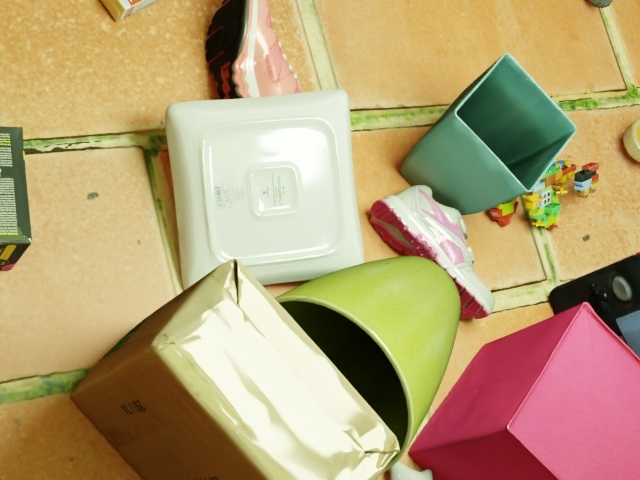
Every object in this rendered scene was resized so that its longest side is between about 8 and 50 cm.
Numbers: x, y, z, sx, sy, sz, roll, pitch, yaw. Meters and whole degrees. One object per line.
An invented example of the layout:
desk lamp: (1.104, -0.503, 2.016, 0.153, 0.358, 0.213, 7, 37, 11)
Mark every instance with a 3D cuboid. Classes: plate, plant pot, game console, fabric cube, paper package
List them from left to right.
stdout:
paper package: (-0.118, 0.217, 1.412, 0.309, 0.325, 0.168, 50, 58, -5)
plate: (-0.072, -0.071, 1.628, 0.278, 0.045, 0.277, -7, 96, -17)
plant pot: (0.077, 0.140, 1.604, 0.275, 0.274, 0.293, 54, 41, -1)
plant pot: (0.244, -0.145, 1.791, 0.165, 0.234, 0.166, 46, 58, -7)
fabric cube: (0.341, 0.287, 1.674, 0.254, 0.258, 0.259, 45, 58, -6)
game console: (0.516, 0.217, 1.745, 0.060, 0.342, 0.387, -21, 83, -25)

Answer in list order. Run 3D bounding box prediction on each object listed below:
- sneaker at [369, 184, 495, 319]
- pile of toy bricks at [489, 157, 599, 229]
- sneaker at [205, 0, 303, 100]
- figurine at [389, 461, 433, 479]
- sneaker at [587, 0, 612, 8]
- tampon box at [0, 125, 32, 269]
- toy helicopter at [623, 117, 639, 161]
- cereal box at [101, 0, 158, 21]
sneaker: (0.198, 0.010, 1.786, 0.111, 0.103, 0.252, -40, 94, -28)
pile of toy bricks: (0.388, -0.067, 1.931, 0.212, 0.118, 0.105, -21, 115, -41)
sneaker: (-0.091, -0.248, 1.741, 0.136, 0.116, 0.314, 7, 76, -37)
figurine: (0.084, 0.390, 1.585, 0.214, 0.092, 0.209, 16, 43, -24)
sneaker: (0.437, -0.548, 2.133, 0.121, 0.111, 0.300, -41, 90, -21)
tampon box: (-0.438, -0.053, 1.460, 0.101, 0.120, 0.161, 0, 73, -28)
toy helicopter: (0.689, -0.253, 2.132, 0.355, 0.140, 0.235, -28, 85, -30)
cereal box: (-0.266, -0.459, 1.743, 0.240, 0.047, 0.173, -36, 91, -33)
